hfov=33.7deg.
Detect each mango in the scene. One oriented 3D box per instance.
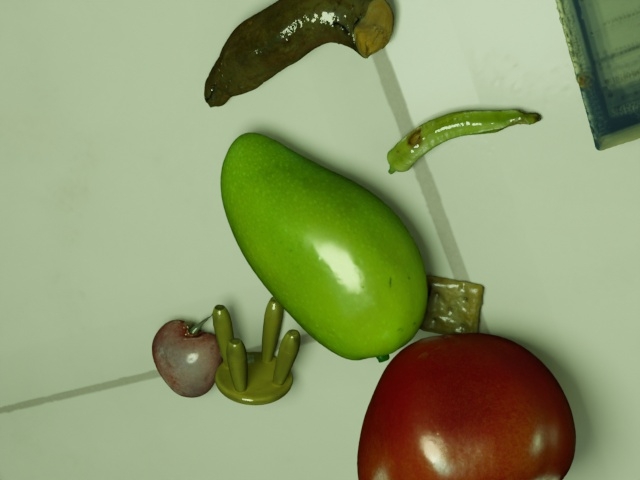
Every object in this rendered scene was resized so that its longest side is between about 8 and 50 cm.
[{"bbox_3d":[0.000,0.000,1.352,0.343,0.156,0.192,47,111,4],"label":"mango"}]

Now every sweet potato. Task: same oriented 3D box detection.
[{"bbox_3d":[-0.043,-0.238,1.314,0.285,0.085,0.112,-23,105,28],"label":"sweet potato"}]

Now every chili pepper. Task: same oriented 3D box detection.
[{"bbox_3d":[0.163,-0.133,1.301,0.208,0.043,0.049,-20,90,26],"label":"chili pepper"}]

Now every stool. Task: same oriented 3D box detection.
[{"bbox_3d":[-0.090,0.153,1.466,0.135,0.134,0.110,16,124,21],"label":"stool"}]

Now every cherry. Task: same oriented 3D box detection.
[{"bbox_3d":[-0.190,0.172,1.532,0.106,0.087,0.126,-2,107,33],"label":"cherry"}]

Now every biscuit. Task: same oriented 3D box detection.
[{"bbox_3d":[0.172,0.090,1.399,0.081,0.018,0.083,11,114,16],"label":"biscuit"}]

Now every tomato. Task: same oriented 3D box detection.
[{"bbox_3d":[0.174,0.232,1.326,0.298,0.298,0.226,-27,70,28],"label":"tomato"}]

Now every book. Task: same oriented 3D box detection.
[{"bbox_3d":[0.361,-0.265,1.107,0.228,0.018,0.322,-17,119,10],"label":"book"}]
